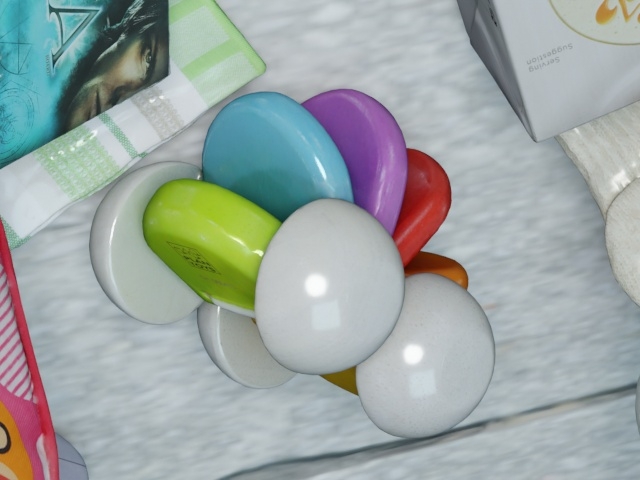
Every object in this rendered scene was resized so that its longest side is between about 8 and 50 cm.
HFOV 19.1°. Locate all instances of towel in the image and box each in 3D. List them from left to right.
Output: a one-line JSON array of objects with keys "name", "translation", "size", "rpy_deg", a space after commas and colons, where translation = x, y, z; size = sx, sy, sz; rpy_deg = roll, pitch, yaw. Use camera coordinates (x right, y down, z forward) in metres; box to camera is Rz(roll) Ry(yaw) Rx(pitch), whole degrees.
[{"name": "towel", "translation": [-0.111, -0.066, 0.832], "size": [0.152, 0.023, 0.113], "rpy_deg": [-33, 134, 9]}]

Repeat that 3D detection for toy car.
[{"name": "toy car", "translation": [0.000, 0.000, 0.865], "size": [0.182, 0.159, 0.136], "rpy_deg": [37, 74, -44]}]

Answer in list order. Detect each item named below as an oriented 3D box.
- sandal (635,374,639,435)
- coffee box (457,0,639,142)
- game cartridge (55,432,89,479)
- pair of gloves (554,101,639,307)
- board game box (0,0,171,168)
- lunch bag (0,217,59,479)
[{"name": "sandal", "translation": [0.309, -0.033, 0.951], "size": [0.416, 0.102, 0.169], "rpy_deg": [-39, 100, -7]}, {"name": "coffee box", "translation": [0.172, -0.163, 0.794], "size": [0.246, 0.098, 0.141], "rpy_deg": [-22, 128, -1]}, {"name": "game cartridge", "translation": [-0.274, 0.161, 0.952], "size": [0.297, 0.062, 0.198], "rpy_deg": [4, 124, -23]}, {"name": "pair of gloves", "translation": [0.232, -0.053, 0.866], "size": [0.240, 0.204, 0.042], "rpy_deg": [-27, 169, -2]}, {"name": "board game box", "translation": [-0.108, -0.124, 0.721], "size": [0.126, 0.026, 0.186], "rpy_deg": [-35, 138, -41]}, {"name": "lunch bag", "translation": [-0.243, 0.009, 0.691], "size": [0.120, 0.258, 0.293], "rpy_deg": [-37, 143, 26]}]
